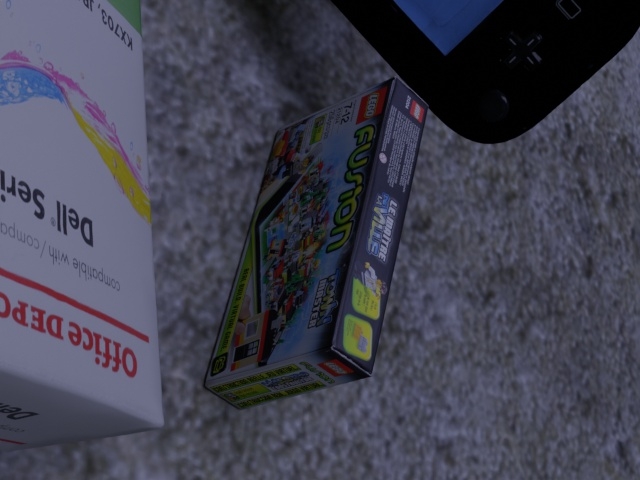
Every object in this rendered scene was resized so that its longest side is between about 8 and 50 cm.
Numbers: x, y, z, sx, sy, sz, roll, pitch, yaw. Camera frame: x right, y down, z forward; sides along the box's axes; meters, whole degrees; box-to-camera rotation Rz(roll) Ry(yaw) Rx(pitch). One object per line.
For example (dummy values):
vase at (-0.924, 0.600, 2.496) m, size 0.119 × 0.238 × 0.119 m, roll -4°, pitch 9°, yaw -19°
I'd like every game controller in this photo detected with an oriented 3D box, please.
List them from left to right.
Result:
game controller at (0.059, -0.217, 0.815) m, size 0.319 × 0.166 × 0.067 m, roll 47°, pitch 37°, yaw 0°

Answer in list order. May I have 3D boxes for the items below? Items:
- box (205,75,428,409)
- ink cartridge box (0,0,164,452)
box at (0.000, 0.000, 0.811) m, size 0.036 × 0.114 × 0.207 m, roll 37°, pitch 50°, yaw -31°
ink cartridge box at (-0.168, -0.022, 0.574) m, size 0.207 × 0.119 × 0.353 m, roll 38°, pitch 43°, yaw -64°
